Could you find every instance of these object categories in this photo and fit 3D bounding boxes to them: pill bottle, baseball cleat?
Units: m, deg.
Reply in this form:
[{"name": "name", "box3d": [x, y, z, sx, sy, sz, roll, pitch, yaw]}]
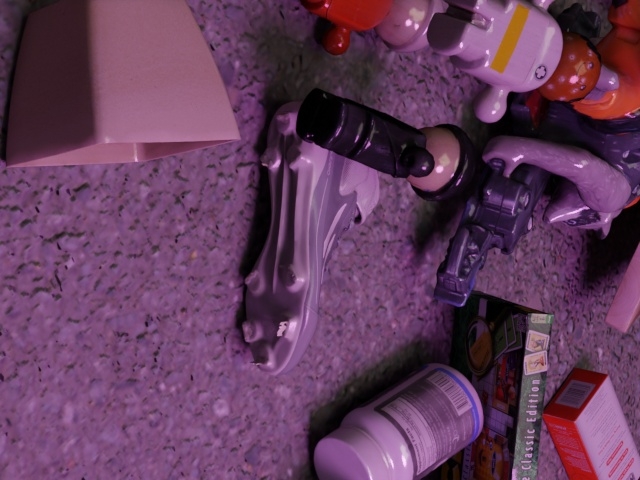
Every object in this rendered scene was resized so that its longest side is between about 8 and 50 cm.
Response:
[{"name": "pill bottle", "box3d": [0.064, 0.162, 1.047, 0.137, 0.078, 0.078, -26, 115, -39]}, {"name": "baseball cleat", "box3d": [0.000, 0.000, 0.959, 0.109, 0.072, 0.205, 4, 95, -45]}]

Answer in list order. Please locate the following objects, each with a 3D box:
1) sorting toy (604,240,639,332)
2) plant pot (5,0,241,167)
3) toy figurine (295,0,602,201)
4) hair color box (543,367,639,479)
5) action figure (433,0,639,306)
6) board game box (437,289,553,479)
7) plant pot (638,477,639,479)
[{"name": "sorting toy", "box3d": [0.405, -0.048, 1.239, 0.257, 0.089, 0.255, -38, 151, -46]}, {"name": "plant pot", "box3d": [-0.128, -0.101, 0.796, 0.109, 0.109, 0.096, -5, 89, -44]}, {"name": "toy figurine", "box3d": [0.088, -0.154, 0.901, 0.148, 0.209, 0.213, 17, 53, -39]}, {"name": "hair color box", "box3d": [0.279, 0.205, 1.295, 0.072, 0.043, 0.141, -46, 125, -30]}, {"name": "action figure", "box3d": [0.232, -0.083, 1.064, 0.341, 0.179, 0.330, -62, 165, -21]}, {"name": "board game box", "box3d": [0.144, 0.180, 1.093, 0.030, 0.136, 0.259, 4, 94, -18]}, {"name": "plant pot", "box3d": [0.409, 0.347, 1.362, 0.191, 0.174, 0.191, -10, 104, -46]}]
